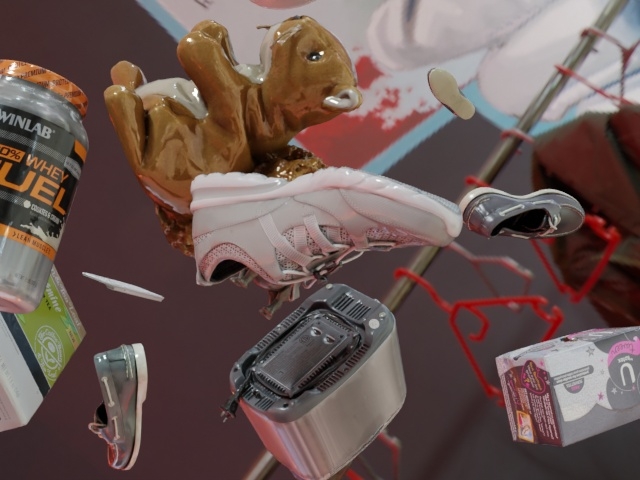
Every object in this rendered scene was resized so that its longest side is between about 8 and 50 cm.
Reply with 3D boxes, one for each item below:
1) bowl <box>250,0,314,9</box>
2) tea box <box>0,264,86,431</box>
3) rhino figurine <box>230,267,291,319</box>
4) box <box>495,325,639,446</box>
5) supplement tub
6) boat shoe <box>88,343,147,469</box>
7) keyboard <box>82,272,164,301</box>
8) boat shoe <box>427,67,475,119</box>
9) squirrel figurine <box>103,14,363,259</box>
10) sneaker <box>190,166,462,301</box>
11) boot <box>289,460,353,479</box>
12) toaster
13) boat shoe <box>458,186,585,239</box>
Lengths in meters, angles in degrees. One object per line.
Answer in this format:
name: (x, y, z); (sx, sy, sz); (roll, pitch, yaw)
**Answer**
bowl: (-0.062, -0.582, 1.667); (0.298, 0.298, 0.134); (-55, -34, -1)
tea box: (-0.615, 0.127, 1.607); (0.323, 0.219, 0.329); (-80, -28, -66)
rhino figurine: (-0.125, 0.048, 1.781); (0.106, 0.073, 0.243); (-50, -52, -17)
box: (0.464, 0.254, 1.644); (0.247, 0.164, 0.142); (-11, -2, -29)
supplement tub: (-0.437, -0.073, 1.261); (0.193, 0.193, 0.316); (71, -150, -71)
boat shoe: (-0.400, 0.327, 1.775); (0.099, 0.116, 0.320); (-3, -50, -24)
keyboard: (-0.389, 0.092, 1.836); (0.014, 0.072, 0.256); (-63, -14, -3)
boat shoe: (0.235, -0.274, 1.691); (0.049, 0.043, 0.137); (-45, -50, 9)
squirrel figurine: (-0.104, -0.158, 1.451); (0.370, 0.397, 0.281); (-20, 13, -4)
sneaker: (0.000, 0.000, 0.833); (0.105, 0.281, 0.115); (14, -100, -53)
boot: (-0.048, 0.319, 1.459); (0.082, 0.219, 0.106); (0, -71, -62)
toaster: (0.000, 0.171, 1.048); (0.227, 0.129, 0.146); (-41, -48, -25)
boat shoe: (0.270, -0.022, 1.178); (0.206, 0.065, 0.075); (4, -57, -33)
